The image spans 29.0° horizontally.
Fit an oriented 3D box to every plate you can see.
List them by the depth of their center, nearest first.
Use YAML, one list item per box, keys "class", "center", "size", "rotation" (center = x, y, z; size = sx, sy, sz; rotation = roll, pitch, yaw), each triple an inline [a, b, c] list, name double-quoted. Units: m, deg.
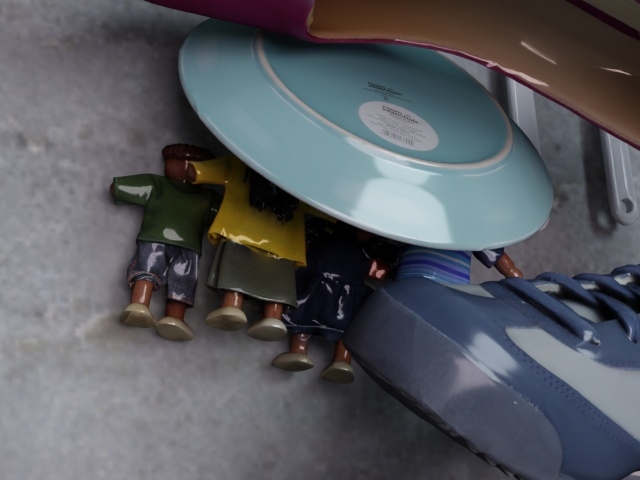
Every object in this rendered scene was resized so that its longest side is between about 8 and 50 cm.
- class: "plate"
  center: [0.027, -0.064, 0.574]
  size: [0.188, 0.024, 0.188]
  rotation: [18, 32, -12]

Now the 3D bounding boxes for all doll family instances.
- class: "doll family"
  center: [0.000, 0.000, 0.581]
  size: [0.193, 0.076, 0.111]
  rotation: [20, 64, -22]

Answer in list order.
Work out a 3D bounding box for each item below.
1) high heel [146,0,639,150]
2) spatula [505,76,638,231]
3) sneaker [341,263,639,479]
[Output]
- class: "high heel"
  center: [0.090, -0.076, 0.519]
  size: [0.377, 0.127, 0.181]
  rotation: [-2, 75, -1]
- class: "spatula"
  center: [0.154, -0.113, 0.705]
  size: [0.168, 0.019, 0.242]
  rotation: [5, 73, -27]
- class: "sneaker"
  center: [0.139, 0.037, 0.534]
  size: [0.319, 0.112, 0.131]
  rotation: [17, 108, -49]
